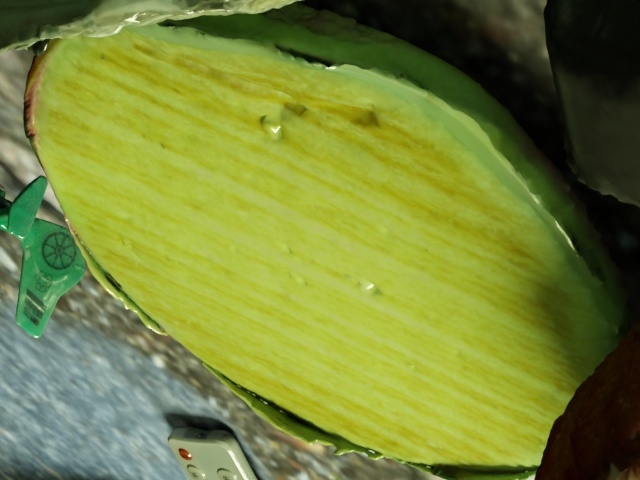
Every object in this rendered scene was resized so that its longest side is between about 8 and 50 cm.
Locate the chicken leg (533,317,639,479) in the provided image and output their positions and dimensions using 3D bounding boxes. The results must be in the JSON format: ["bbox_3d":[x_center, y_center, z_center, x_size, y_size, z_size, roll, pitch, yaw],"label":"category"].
[{"bbox_3d":[0.146,0.101,0.636,0.158,0.096,0.407,25,123,39],"label":"chicken leg"}]

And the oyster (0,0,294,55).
[{"bbox_3d":[-0.128,-0.148,0.659,0.252,0.087,0.199,-19,90,23],"label":"oyster"}]

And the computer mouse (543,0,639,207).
[{"bbox_3d":[0.174,-0.084,0.417,0.295,0.168,0.087,-14,130,47],"label":"computer mouse"}]

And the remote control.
[{"bbox_3d":[-0.031,0.177,1.039,0.050,0.027,0.184,0,129,39],"label":"remote control"}]

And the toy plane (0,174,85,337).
[{"bbox_3d":[-0.209,-0.043,0.858,0.235,0.096,0.060,30,153,-27],"label":"toy plane"}]

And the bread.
[{"bbox_3d":[0.002,0.004,0.778,0.301,0.045,0.301,25,146,18],"label":"bread"}]
